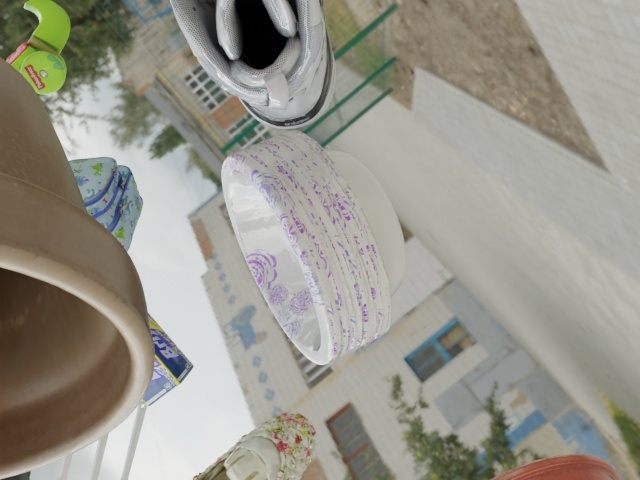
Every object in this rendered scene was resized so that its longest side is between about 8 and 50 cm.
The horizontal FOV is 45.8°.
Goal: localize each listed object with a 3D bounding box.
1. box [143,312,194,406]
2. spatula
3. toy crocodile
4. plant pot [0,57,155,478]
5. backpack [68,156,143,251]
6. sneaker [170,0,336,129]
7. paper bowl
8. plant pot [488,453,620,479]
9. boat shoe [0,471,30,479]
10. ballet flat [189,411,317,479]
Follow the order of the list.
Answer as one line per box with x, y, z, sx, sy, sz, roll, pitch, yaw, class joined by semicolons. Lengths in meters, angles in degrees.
-0.237;0.118;0.934;0.169;0.059;0.054;50;-162;-5;box
-0.395;0.395;1.349;0.168;0.241;0.019;15;176;-38;spatula
-0.496;-0.225;1.219;0.105;0.340;0.115;30;-173;-23;toy crocodile
-0.244;-0.004;0.467;0.263;0.263;0.229;49;-160;-50;plant pot
-0.245;-0.027;0.776;0.084;0.105;0.114;77;-170;-48;backpack
-0.072;-0.287;0.725;0.210;0.138;0.365;-72;-33;-81;sneaker
0.000;0.000;0.950;0.284;0.148;0.284;53;158;33;paper bowl
0.251;0.398;0.727;0.272;0.272;0.265;49;-173;-41;plant pot
-0.465;0.315;0.888;0.113;0.306;0.104;42;-149;-41;boat shoe
-0.103;0.280;0.835;0.091;0.241;0.077;46;172;22;ballet flat
